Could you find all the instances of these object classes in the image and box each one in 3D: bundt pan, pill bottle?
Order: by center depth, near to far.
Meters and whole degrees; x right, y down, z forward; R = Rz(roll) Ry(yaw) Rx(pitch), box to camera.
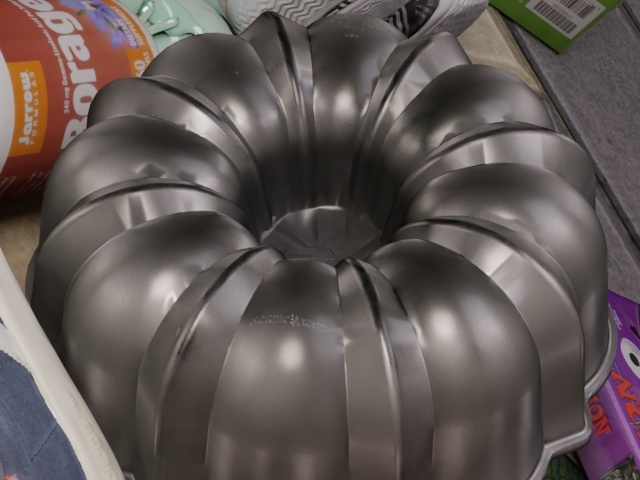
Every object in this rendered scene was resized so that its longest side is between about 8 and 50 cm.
[{"bbox_3d":[0.000,0.000,0.906,0.331,0.124,0.330,1,49,-1],"label":"bundt pan"},{"bbox_3d":[-0.195,-0.080,0.983,0.121,0.121,0.216,56,31,11],"label":"pill bottle"}]

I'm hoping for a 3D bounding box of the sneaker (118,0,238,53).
[{"bbox_3d":[-0.128,-0.139,1.157,0.256,0.094,0.151,-1,51,-56],"label":"sneaker"}]

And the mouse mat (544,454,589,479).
[{"bbox_3d":[0.113,0.157,1.002,0.152,0.007,0.189,45,30,-3],"label":"mouse mat"}]

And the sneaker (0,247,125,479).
[{"bbox_3d":[-0.227,0.034,0.803,0.350,0.131,0.148,54,26,6],"label":"sneaker"}]

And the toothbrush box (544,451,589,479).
[{"bbox_3d":[0.130,0.233,1.065,0.283,0.122,0.206,12,46,-45],"label":"toothbrush box"}]

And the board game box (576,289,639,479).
[{"bbox_3d":[0.254,0.188,1.113,0.208,0.056,0.346,17,42,-43],"label":"board game box"}]

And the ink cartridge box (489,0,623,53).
[{"bbox_3d":[0.210,-0.348,1.844,0.189,0.097,0.255,31,33,-29],"label":"ink cartridge box"}]

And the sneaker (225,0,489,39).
[{"bbox_3d":[-0.006,-0.245,1.412,0.210,0.137,0.366,55,25,11],"label":"sneaker"}]
